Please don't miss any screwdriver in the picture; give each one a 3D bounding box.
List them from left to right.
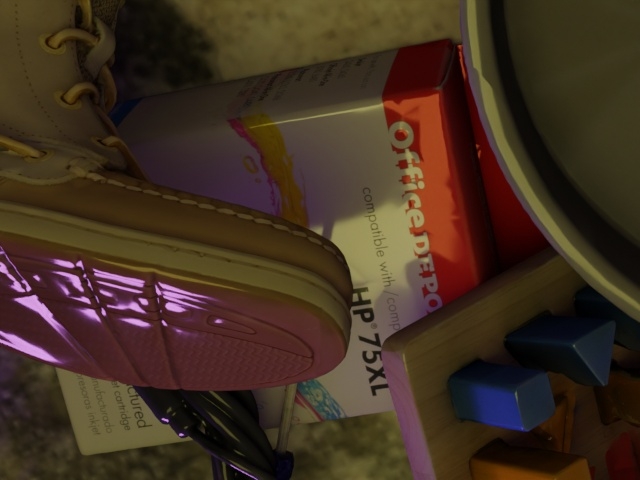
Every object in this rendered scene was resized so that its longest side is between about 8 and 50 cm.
[{"bbox_3d":[-0.014,0.075,0.754,0.024,0.025,0.170,10,123,0],"label":"screwdriver"}]

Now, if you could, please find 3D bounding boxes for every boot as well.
[{"bbox_3d":[-0.089,-0.058,0.702,0.262,0.203,0.095,10,148,20],"label":"boot"}]

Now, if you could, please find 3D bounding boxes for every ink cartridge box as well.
[{"bbox_3d":[0.000,0.000,0.781,0.231,0.078,0.134,-10,108,12],"label":"ink cartridge box"}]

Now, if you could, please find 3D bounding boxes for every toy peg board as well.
[{"bbox_3d":[0.124,0.085,0.740,0.079,0.161,0.161,5,116,50],"label":"toy peg board"}]

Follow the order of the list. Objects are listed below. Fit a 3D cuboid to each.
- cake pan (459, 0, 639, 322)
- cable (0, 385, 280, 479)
[{"bbox_3d":[0.195,-0.096,0.696,0.293,0.054,0.293,0,98,-2],"label":"cake pan"},{"bbox_3d":[-0.097,0.074,0.761,0.184,0.047,0.151,10,108,14],"label":"cable"}]
